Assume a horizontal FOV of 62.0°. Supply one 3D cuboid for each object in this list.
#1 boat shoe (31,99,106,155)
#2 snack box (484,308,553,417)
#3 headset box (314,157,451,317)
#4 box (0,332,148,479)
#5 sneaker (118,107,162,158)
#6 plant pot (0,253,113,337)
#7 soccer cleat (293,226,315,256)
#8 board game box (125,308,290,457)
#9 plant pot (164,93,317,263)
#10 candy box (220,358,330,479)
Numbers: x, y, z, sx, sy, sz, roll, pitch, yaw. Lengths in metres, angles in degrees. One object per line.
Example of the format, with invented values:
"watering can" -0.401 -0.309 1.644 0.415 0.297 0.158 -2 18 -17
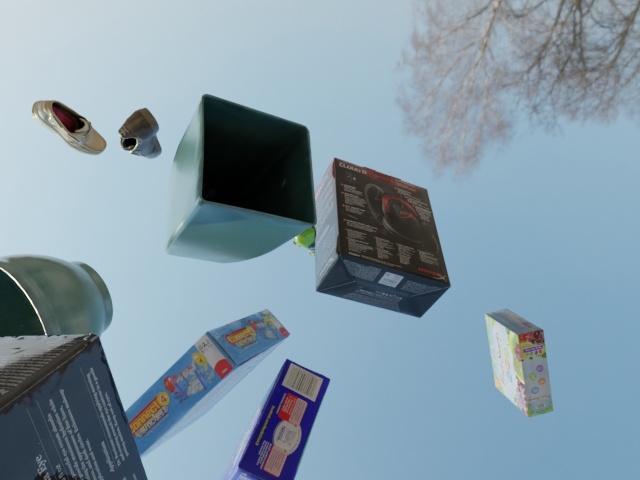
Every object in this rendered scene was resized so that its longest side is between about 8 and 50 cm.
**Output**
"boat shoe" -0.507 -0.232 1.103 0.059 0.170 0.062 -5 -113 28
"snack box" 0.477 0.290 1.290 0.070 0.206 0.174 -11 -169 -6
"headset box" 0.106 -0.020 1.018 0.218 0.110 0.293 16 -137 -18
"box" -0.359 0.325 0.576 0.179 0.343 0.312 -5 -163 18
"sneaker" -0.355 -0.197 1.028 0.071 0.188 0.066 -36 -92 -19
"plant pot" -0.563 0.152 1.099 0.293 0.292 0.196 22 -155 23
"soccer cleat" 0.000 0.000 1.200 0.072 0.179 0.060 -19 -109 18
"board game box" -0.243 0.294 1.129 0.086 0.308 0.302 48 -169 10
"plant pot" -0.141 -0.062 0.794 0.166 0.234 0.165 11 -119 -30
"candy box" -0.118 0.462 1.189 0.122 0.317 0.268 28 -135 -1
